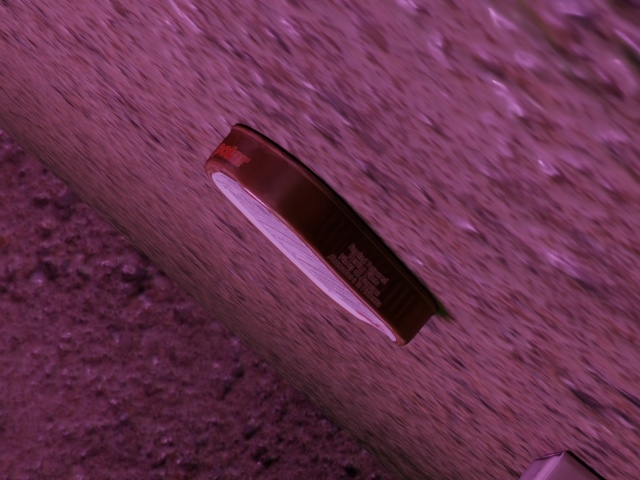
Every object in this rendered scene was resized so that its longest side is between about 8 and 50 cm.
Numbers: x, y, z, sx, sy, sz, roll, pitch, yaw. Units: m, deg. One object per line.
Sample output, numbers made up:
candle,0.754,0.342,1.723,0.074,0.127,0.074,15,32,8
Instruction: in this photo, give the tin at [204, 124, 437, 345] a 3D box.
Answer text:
tin,0.000,0.000,0.981,0.190,0.040,0.106,45,175,-37

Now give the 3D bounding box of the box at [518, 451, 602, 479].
box,0.213,0.284,1.154,0.232,0.148,0.127,39,171,5
